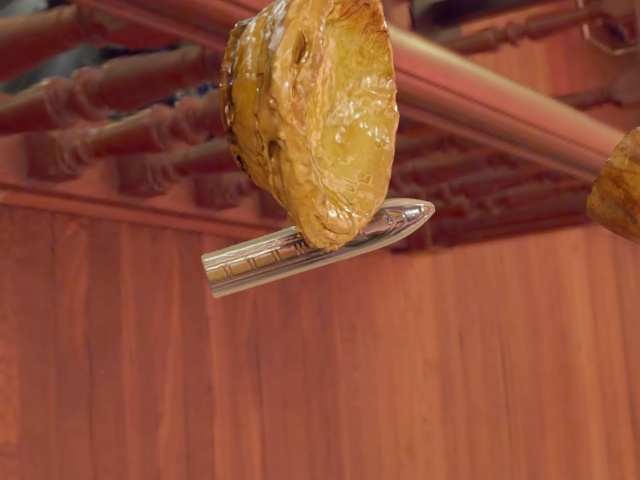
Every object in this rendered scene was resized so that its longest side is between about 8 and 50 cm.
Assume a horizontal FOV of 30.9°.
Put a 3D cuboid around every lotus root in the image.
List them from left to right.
[{"bbox_3d":[0.342,-0.031,1.196,0.095,0.135,0.159,-32,129,-11],"label":"lotus root"}]

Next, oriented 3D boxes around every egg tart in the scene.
[{"bbox_3d":[-0.012,-0.137,1.107,0.294,0.123,0.294,3,90,-69],"label":"egg tart"}]

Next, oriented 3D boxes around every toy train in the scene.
[{"bbox_3d":[0.000,0.000,1.225,0.048,0.251,0.055,37,35,-86],"label":"toy train"}]
